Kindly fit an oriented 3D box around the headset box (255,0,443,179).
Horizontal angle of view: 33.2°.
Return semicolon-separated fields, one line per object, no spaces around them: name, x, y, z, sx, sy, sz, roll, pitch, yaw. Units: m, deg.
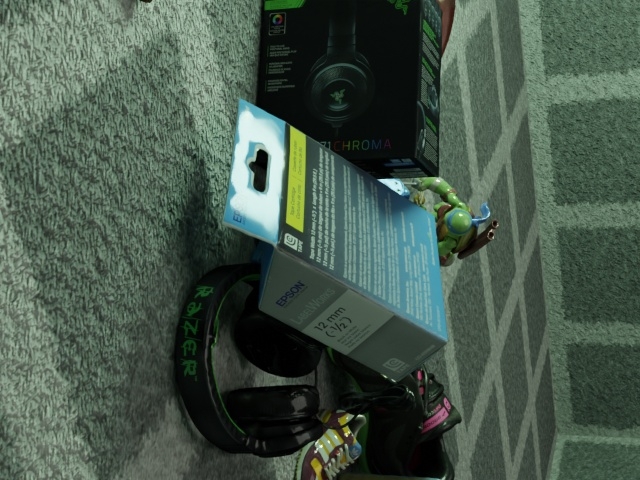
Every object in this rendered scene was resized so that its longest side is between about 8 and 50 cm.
headset box;0.046;-0.238;1.576;0.131;0.246;0.283;29;63;-68

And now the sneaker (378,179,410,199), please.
sneaker;0.073;-0.096;1.756;0.091;0.126;0.240;119;-32;-57

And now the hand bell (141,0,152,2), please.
hand bell;-0.169;-0.390;1.241;0.126;0.126;0.242;37;67;-65

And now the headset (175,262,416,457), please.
headset;-0.031;0.176;1.439;0.394;0.185;0.243;36;55;-52

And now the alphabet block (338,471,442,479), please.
alphabet block;0.128;0.530;1.851;0.192;0.193;0.197;59;36;-51

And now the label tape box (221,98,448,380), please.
label tape box;0.000;0.000;1.420;0.348;0.115;0.249;28;37;-24

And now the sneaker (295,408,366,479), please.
sneaker;0.019;0.344;1.714;0.185;0.084;0.069;-71;152;-43

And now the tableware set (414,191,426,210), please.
tableware set;0.205;-0.046;2.334;0.154;0.024;0.104;-69;154;-47

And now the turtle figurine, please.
turtle figurine;0.209;-0.030;2.183;0.266;0.275;0.198;44;24;-80

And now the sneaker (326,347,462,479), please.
sneaker;0.148;0.247;1.861;0.185;0.202;0.483;-42;131;-33

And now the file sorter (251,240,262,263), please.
file sorter;-0.017;0.018;1.601;0.170;0.104;0.118;-69;151;-47

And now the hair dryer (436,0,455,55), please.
hair dryer;0.225;-0.528;2.374;0.223;0.080;0.293;-42;124;-44
